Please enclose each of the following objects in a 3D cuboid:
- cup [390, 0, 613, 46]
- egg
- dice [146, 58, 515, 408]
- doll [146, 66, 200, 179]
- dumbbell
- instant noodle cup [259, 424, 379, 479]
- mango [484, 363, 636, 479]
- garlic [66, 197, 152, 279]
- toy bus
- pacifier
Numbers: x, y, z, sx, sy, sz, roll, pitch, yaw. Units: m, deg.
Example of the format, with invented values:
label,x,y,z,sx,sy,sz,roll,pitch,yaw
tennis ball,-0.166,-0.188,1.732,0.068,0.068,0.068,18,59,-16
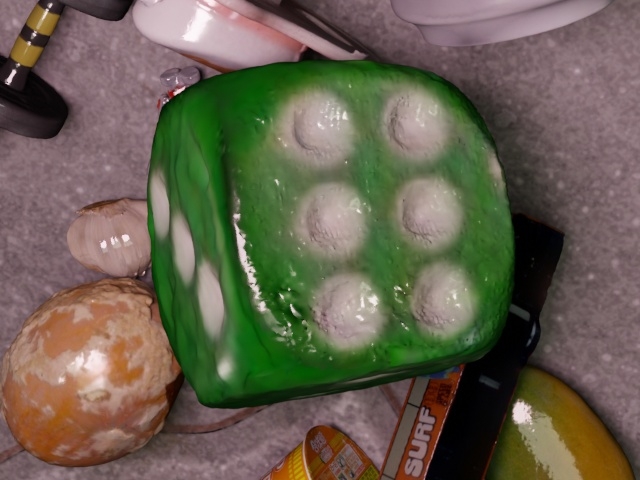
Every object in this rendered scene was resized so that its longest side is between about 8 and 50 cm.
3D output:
label,x,y,z,sx,sy,sz,roll,pitch,yaw
cup,0.192,-0.375,1.356,0.323,0.237,0.326,-13,108,8
egg,-0.246,0.147,1.583,0.195,0.195,0.233,35,101,-4
dice,0.000,0.000,1.409,0.287,0.300,0.297,-4,79,-21
doll,-0.146,-0.097,1.569,0.094,0.079,0.180,1,93,21
dumbbell,-0.296,-0.214,1.513,0.143,0.143,0.325,32,106,-3
instant noodle cup,-0.030,0.325,1.636,0.185,0.168,0.168,-37,99,22
mango,0.248,0.237,1.603,0.156,0.114,0.251,-31,86,26
garlic,-0.220,0.000,1.600,0.113,0.074,0.094,-15,94,-6
toy bus,0.147,0.168,1.527,0.093,0.092,0.408,22,86,-35
pacifier,-0.065,-0.259,1.397,0.332,0.220,0.273,20,142,-40
